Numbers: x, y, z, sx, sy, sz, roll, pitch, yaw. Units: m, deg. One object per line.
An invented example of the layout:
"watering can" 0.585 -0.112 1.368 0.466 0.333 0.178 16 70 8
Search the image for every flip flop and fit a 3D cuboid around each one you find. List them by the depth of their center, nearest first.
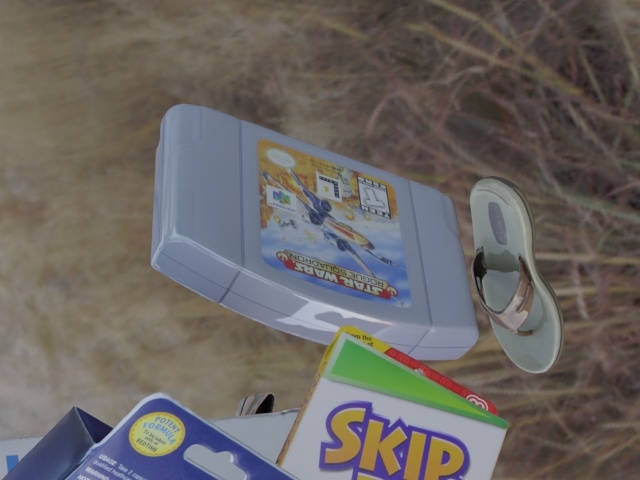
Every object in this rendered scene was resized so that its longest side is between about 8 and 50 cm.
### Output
"flip flop" 0.241 0.052 1.615 0.112 0.080 0.277 7 121 41

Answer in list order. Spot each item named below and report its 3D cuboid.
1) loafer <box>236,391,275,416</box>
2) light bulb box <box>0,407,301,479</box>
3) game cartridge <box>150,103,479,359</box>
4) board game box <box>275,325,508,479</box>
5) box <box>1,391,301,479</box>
"loafer" -0.074 0.216 1.408 0.039 0.125 0.045 -30 117 21
"light bulb box" -0.170 0.321 0.868 0.225 0.358 0.360 -30 66 53
"game cartridge" 0.000 0.000 1.079 0.062 0.297 0.198 -56 27 34
"board game box" 0.025 0.168 0.730 0.124 0.259 0.039 29 140 -4
"box" -0.125 0.170 0.625 0.136 0.225 0.036 43 -175 -44
